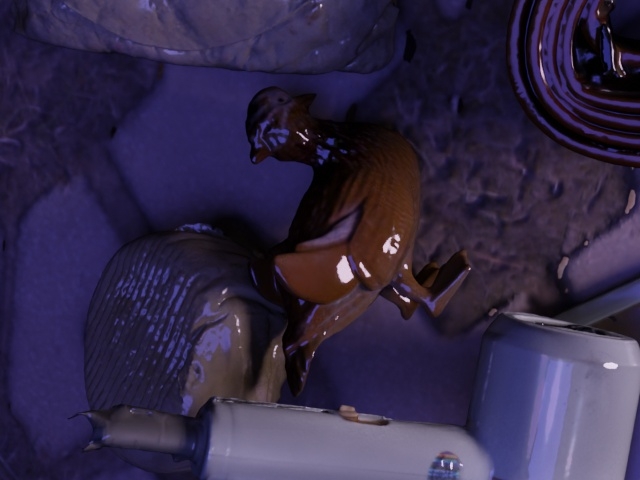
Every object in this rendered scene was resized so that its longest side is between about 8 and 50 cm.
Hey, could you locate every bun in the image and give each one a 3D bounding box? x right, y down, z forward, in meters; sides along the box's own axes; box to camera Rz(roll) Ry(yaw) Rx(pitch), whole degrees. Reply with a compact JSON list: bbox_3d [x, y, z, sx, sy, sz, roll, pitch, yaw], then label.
[{"bbox_3d":[-0.086,0.077,0.813,0.173,0.113,0.167,-37,59,38],"label":"bun"}]

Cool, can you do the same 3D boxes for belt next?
[{"bbox_3d":[0.238,-0.142,0.661,0.261,0.105,0.184,-10,105,18],"label":"belt"}]

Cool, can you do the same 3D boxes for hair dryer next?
[{"bbox_3d":[0.027,0.120,0.700,0.357,0.107,0.173,9,91,-20],"label":"hair dryer"}]

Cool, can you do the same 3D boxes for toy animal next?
[{"bbox_3d":[0.000,0.000,0.750,0.179,0.089,0.188,37,70,-13],"label":"toy animal"}]

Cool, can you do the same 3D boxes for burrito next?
[{"bbox_3d":[-0.086,-0.156,0.761,0.275,0.059,0.082,7,126,12],"label":"burrito"}]

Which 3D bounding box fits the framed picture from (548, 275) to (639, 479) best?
[{"bbox_3d":[0.298,0.100,0.754,0.273,0.016,0.217,-27,85,21],"label":"framed picture"}]
